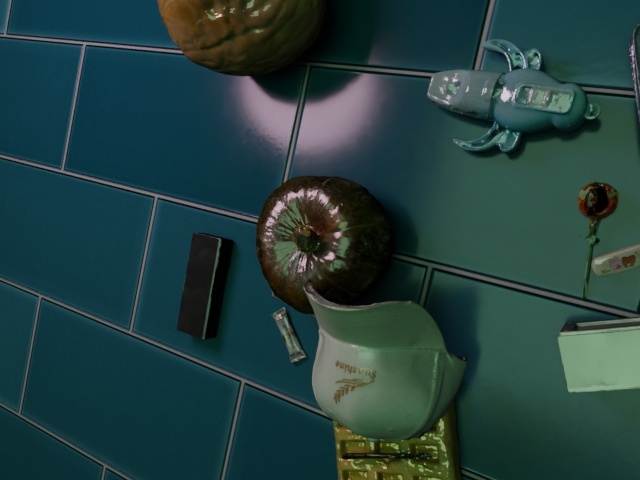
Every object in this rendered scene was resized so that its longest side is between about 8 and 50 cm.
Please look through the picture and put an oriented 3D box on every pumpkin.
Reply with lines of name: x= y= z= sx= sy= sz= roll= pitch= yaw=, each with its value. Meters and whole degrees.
pumpkin: x=-0.001 y=0.000 z=0.986 sx=0.261 sy=0.189 sz=0.260 roll=-1 pitch=88 yaw=25

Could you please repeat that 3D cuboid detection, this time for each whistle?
whistle: x=0.304 y=-0.228 z=0.894 sx=0.274 sy=0.093 sz=0.186 roll=19 pitch=97 yaw=29

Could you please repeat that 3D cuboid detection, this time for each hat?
hat: x=0.071 y=0.194 z=0.858 sx=0.258 sy=0.301 sz=0.167 roll=3 pitch=54 yaw=27

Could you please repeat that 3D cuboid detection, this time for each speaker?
speaker: x=-0.247 y=0.096 z=1.190 sx=0.082 sy=0.044 sz=0.217 roll=12 pitch=94 yaw=27

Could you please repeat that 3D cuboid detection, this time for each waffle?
waffle: x=0.129 y=0.342 z=0.982 sx=0.221 sy=0.055 sz=0.247 roll=-8 pitch=84 yaw=27

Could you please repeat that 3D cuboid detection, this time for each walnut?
walnut: x=-0.142 y=-0.456 z=1.038 sx=0.313 sy=0.252 sz=0.276 roll=-17 pitch=70 yaw=21

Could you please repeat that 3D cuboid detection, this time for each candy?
candy: x=0.420 y=0.001 z=0.859 sx=0.056 sy=0.049 sz=0.184 roll=9 pitch=101 yaw=34

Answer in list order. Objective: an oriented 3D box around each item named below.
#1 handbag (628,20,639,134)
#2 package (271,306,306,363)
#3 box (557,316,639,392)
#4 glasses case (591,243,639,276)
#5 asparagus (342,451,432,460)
handbag: x=0.545 y=-0.217 z=0.783 sx=0.179 sy=0.062 sz=0.229 roll=-5 pitch=86 yaw=27
package: x=-0.064 y=0.190 z=1.109 sx=0.037 sy=0.015 sz=0.110 roll=-28 pitch=78 yaw=18
box: x=0.462 y=0.152 z=0.776 sx=0.225 sy=0.129 sz=0.086 roll=-11 pitch=83 yaw=26
glasses case: x=0.454 y=0.030 z=0.837 sx=0.083 sy=0.021 sz=0.032 roll=-19 pitch=100 yaw=12
asparagus: x=0.111 y=0.371 z=0.953 sx=0.166 sy=0.016 sz=0.013 roll=-12 pitch=42 yaw=27
